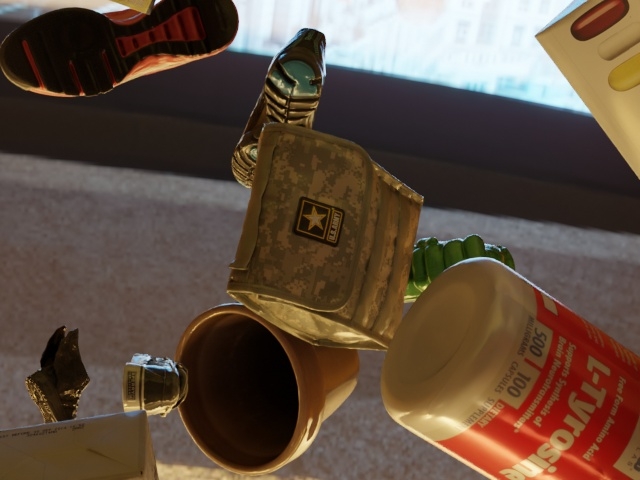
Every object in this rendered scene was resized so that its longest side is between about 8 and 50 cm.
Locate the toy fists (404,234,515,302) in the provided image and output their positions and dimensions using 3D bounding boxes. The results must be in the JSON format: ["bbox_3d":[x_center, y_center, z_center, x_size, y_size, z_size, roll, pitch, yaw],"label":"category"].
[{"bbox_3d":[0.167,0.047,1.783,0.279,0.096,0.142,-10,173,42],"label":"toy fists"}]

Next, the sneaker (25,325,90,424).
[{"bbox_3d":[-0.346,0.208,1.523,0.051,0.170,0.089,9,-143,37],"label":"sneaker"}]

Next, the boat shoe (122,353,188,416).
[{"bbox_3d":[-0.192,0.176,1.315,0.070,0.077,0.219,2,177,-6],"label":"boat shoe"}]

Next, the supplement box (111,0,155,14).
[{"bbox_3d":[-0.206,-0.264,1.064,0.083,0.056,0.083,29,-169,23],"label":"supplement box"}]

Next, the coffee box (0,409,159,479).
[{"bbox_3d":[-0.236,0.335,1.125,0.168,0.297,0.119,-8,-155,-4],"label":"coffee box"}]

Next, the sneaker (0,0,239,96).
[{"bbox_3d":[-0.266,-0.249,1.474,0.314,0.116,0.136,-15,-178,-18],"label":"sneaker"}]

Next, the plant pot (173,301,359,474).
[{"bbox_3d":[-0.061,0.212,1.738,0.263,0.263,0.229,24,-161,31],"label":"plant pot"}]

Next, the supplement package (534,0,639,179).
[{"bbox_3d":[0.384,-0.178,1.132,0.262,0.145,0.204,52,-130,-5],"label":"supplement package"}]

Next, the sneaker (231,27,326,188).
[{"bbox_3d":[-0.058,-0.218,1.951,0.125,0.341,0.139,23,-135,-5],"label":"sneaker"}]

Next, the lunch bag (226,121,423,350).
[{"bbox_3d":[0.000,0.000,1.486,0.169,0.235,0.287,1,161,35],"label":"lunch bag"}]

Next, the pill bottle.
[{"bbox_3d":[0.295,0.213,1.375,0.408,0.229,0.229,33,-164,-20],"label":"pill bottle"}]
